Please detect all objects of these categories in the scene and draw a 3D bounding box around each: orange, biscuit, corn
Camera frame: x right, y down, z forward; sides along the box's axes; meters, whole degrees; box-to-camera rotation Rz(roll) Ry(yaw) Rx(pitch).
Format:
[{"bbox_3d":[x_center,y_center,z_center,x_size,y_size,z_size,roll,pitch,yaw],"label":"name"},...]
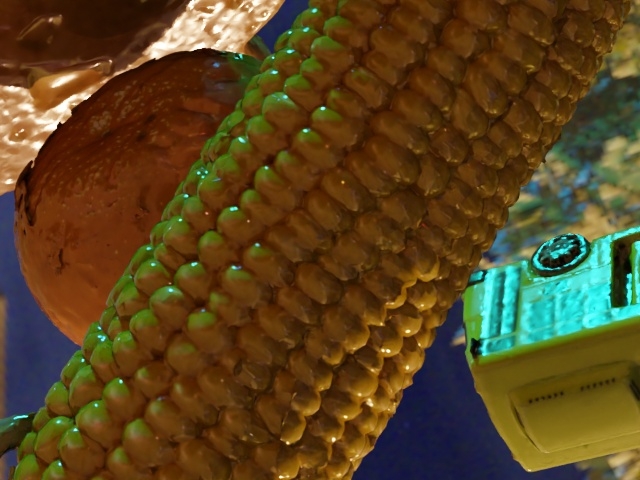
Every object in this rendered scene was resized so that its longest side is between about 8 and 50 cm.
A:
[{"bbox_3d":[-0.071,-0.012,0.793,0.193,0.193,0.161,32,-22,48],"label":"orange"},{"bbox_3d":[-0.152,-0.121,0.841,0.052,0.275,0.355,61,10,26],"label":"biscuit"},{"bbox_3d":[0.000,0.000,0.439,0.106,0.293,0.106,33,-4,3],"label":"corn"}]

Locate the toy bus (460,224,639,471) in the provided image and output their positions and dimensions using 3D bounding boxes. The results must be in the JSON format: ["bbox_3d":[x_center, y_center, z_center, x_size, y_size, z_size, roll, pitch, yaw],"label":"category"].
[{"bbox_3d":[0.235,0.068,1.024,0.262,0.150,0.128,-18,-59,22],"label":"toy bus"}]
